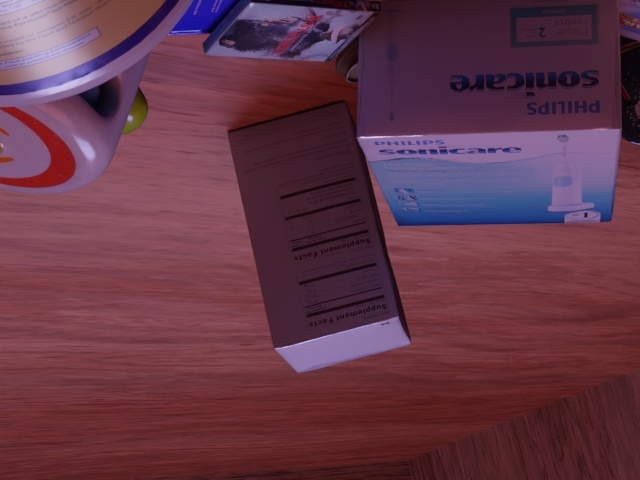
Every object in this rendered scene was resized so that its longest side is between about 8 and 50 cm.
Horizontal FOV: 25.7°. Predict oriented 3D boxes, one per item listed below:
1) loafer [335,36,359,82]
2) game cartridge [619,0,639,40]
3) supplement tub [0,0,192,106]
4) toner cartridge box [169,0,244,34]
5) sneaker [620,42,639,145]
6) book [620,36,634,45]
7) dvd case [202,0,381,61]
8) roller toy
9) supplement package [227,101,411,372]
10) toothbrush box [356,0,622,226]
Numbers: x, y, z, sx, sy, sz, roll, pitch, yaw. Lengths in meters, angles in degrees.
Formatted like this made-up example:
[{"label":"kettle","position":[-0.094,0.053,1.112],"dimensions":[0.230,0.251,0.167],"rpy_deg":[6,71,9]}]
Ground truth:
[{"label":"loafer","position":[0.084,-0.179,1.340],"dimensions":[0.148,0.050,0.056],"rpy_deg":[-19,161,19]},{"label":"game cartridge","position":[0.272,-0.218,1.131],"dimensions":[0.297,0.062,0.198],"rpy_deg":[16,164,-9]},{"label":"supplement tub","position":[-0.191,-0.232,0.696],"dimensions":[0.241,0.241,0.331],"rpy_deg":[-13,162,1]},{"label":"toner cartridge box","position":[-0.028,-0.261,0.983],"dimensions":[0.165,0.075,0.348],"rpy_deg":[-7,161,-21]},{"label":"sneaker","position":[0.297,-0.159,1.468],"dimensions":[0.314,0.116,0.136],"rpy_deg":[-17,-154,26]},{"label":"book","position":[0.273,-0.219,1.386],"dimensions":[0.144,0.035,0.096],"rpy_deg":[-18,159,24]},{"label":"dvd case","position":[-0.023,-0.169,1.119],"dimensions":[0.119,0.013,0.087],"rpy_deg":[-2,160,-32]},{"label":"roller toy","position":[-0.235,-0.126,1.041],"dimensions":[0.209,0.146,0.191],"rpy_deg":[16,155,-2]},{"label":"supplement package","position":[0.000,0.000,1.503],"dimensions":[0.134,0.244,0.139],"rpy_deg":[-15,161,5]},{"label":"toothbrush box","position":[0.158,-0.107,1.265],"dimensions":[0.216,0.126,0.295],"rpy_deg":[-1,167,11]}]
